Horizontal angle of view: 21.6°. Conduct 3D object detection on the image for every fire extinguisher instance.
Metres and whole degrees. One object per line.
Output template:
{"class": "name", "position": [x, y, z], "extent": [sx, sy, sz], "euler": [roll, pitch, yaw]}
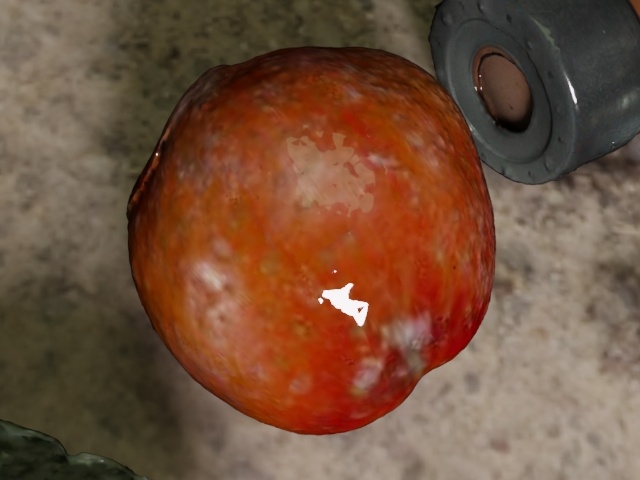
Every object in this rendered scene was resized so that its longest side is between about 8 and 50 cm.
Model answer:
{"class": "fire extinguisher", "position": [0.219, -0.173, 0.956], "extent": [0.376, 0.113, 0.200], "euler": [-25, 62, -27]}

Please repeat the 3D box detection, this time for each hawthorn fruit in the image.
{"class": "hawthorn fruit", "position": [0.000, 0.000, 0.751], "extent": [0.173, 0.173, 0.172], "euler": [6, 53, -8]}

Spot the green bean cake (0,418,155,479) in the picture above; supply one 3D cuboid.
{"class": "green bean cake", "position": [-0.123, 0.163, 0.619], "extent": [0.183, 0.094, 0.185], "euler": [15, 46, 26]}
